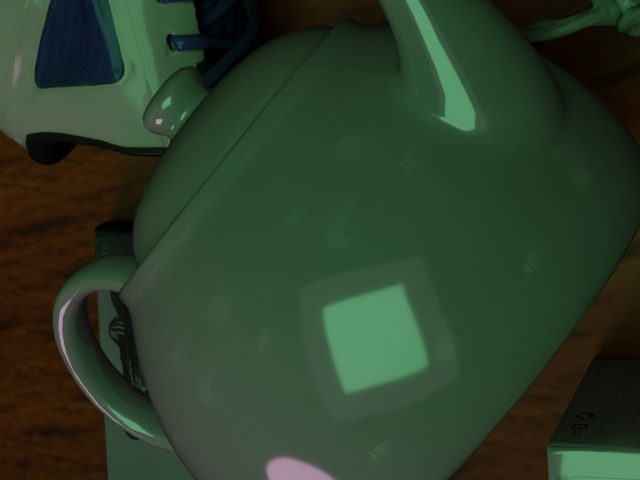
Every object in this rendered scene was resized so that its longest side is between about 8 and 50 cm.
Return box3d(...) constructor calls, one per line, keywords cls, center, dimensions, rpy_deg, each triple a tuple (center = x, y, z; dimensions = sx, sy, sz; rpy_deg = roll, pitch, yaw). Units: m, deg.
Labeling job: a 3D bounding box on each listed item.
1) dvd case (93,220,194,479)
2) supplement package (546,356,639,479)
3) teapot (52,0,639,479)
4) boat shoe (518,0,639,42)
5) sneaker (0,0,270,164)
box3d(cls="dvd case", center=(-0.029, 0.111, 0.923), dimensions=(0.179, 0.029, 0.238), rpy_deg=(3, 105, 16))
box3d(cls="supplement package", center=(0.236, 0.138, 0.789), dimensions=(0.244, 0.134, 0.139), rpy_deg=(1, 104, 18))
box3d(cls="teapot", center=(0.000, 0.000, 0.745), dimensions=(0.187, 0.252, 0.256), rpy_deg=(38, 88, -1))
box3d(cls="boat shoe", center=(0.146, -0.142, 0.745), dimensions=(0.367, 0.136, 0.156), rpy_deg=(39, 112, 8))
box3d(cls="sneaker", center=(-0.073, -0.146, 0.828), dimensions=(0.182, 0.127, 0.315), rpy_deg=(44, 120, -2))
